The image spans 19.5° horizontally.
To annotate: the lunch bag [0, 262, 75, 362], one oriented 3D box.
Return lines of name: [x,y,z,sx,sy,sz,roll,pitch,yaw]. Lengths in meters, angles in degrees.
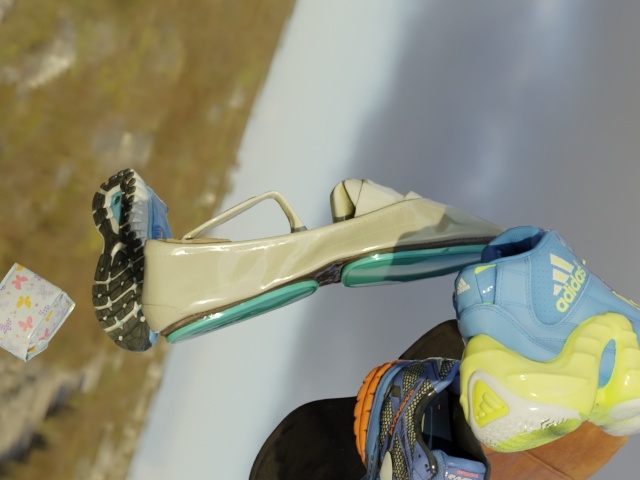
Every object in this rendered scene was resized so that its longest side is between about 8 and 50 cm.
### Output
lunch bag: [-0.312,0.078,1.954,0.083,0.071,0.053,-56,159,-16]

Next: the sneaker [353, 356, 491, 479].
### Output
sneaker: [0.069,0.173,1.226,0.087,0.083,0.221,-31,-127,46]

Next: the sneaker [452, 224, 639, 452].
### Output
sneaker: [0.162,0.047,1.070,0.091,0.240,0.126,-27,-107,37]

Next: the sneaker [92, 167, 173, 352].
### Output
sneaker: [-0.139,0.019,1.504,0.063,0.073,0.162,-27,-130,30]

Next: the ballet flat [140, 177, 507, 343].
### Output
ballet flat: [0.000,0.000,1.221,0.086,0.248,0.086,166,-90,-78]

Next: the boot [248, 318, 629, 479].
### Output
boot: [0.104,0.186,1.613,0.264,0.280,0.096,-43,-127,12]
